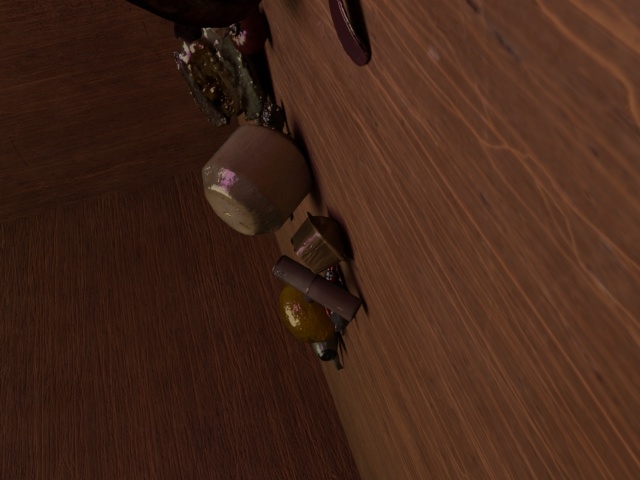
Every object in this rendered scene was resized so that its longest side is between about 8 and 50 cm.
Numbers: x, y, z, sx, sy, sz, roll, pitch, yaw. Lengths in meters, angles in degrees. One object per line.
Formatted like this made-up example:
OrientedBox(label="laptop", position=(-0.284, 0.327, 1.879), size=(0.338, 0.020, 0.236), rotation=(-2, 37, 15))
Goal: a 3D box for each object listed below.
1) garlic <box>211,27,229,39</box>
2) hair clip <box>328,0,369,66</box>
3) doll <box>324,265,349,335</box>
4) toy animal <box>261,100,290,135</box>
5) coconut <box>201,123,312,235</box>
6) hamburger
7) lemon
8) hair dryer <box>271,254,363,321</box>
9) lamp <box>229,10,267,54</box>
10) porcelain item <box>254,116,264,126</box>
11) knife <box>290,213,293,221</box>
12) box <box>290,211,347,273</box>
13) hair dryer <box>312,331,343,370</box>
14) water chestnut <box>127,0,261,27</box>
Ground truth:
OrientedBox(label="garlic", position=(-0.234, -0.598, 1.210), size=(0.090, 0.129, 0.198), rotation=(119, 130, -76))
OrientedBox(label="hair clip", position=(0.024, -0.261, 0.544), size=(0.054, 0.022, 0.137), rotation=(-128, 22, -77))
OrientedBox(label="doll", position=(0.036, 0.130, 1.178), size=(0.104, 0.062, 0.194), rotation=(-18, 81, 65))
OrientedBox(label="toy animal", position=(-0.122, -0.263, 1.322), size=(0.069, 0.086, 0.219), rotation=(-70, -9, -67))
OrientedBox(label="coconut", position=(-0.140, -0.154, 1.187), size=(0.238, 0.265, 0.237), rotation=(27, 157, 12))
OrientedBox(label="hamburger", position=(-0.283, -0.502, 1.400), size=(0.318, 0.195, 0.276), rotation=(63, -168, -46))
OrientedBox(label="lemon", position=(-0.035, 0.205, 1.440), size=(0.170, 0.170, 0.207), rotation=(94, 152, -69))
OrientedBox(label="hair dryer", position=(-0.002, 0.130, 1.103), size=(0.195, 0.053, 0.220), rotation=(30, 162, 15))
OrientedBox(label="lamp", position=(-0.167, -0.483, 1.148), size=(0.101, 0.090, 0.101), rotation=(3, 94, 46))
OrientedBox(label="porcelain item", position=(-0.205, -0.373, 1.771), size=(0.084, 0.054, 0.213), rotation=(-125, 18, -58))
OrientedBox(label="knife", position=(-0.117, -0.124, 1.838), size=(0.031, 0.018, 0.121), rotation=(-119, 12, -64))
OrientedBox(label="box", position=(0.000, 0.000, 1.030), size=(0.177, 0.111, 0.111), rotation=(-119, 14, -73))
OrientedBox(label="hair dryer", position=(0.019, 0.306, 1.662), size=(0.267, 0.093, 0.229), rotation=(67, -170, -65))
OrientedBox(label="water chestnut", position=(-0.188, -0.498, 0.728), size=(0.302, 0.350, 0.350), rotation=(-10, 99, 40))
